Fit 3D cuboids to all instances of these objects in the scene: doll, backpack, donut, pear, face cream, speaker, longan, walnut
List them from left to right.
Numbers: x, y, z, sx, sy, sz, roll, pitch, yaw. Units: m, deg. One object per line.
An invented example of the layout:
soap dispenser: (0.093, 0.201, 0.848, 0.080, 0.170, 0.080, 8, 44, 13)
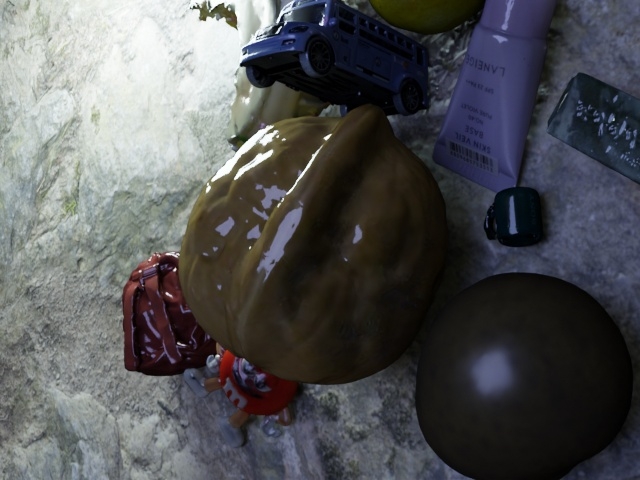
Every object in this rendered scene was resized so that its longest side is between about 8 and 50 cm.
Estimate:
backpack: (-0.261, 0.123, 1.679, 0.229, 0.139, 0.229, -3, 86, 42)
doll: (-0.110, 0.233, 1.553, 0.217, 0.085, 0.183, -35, 88, 31)
donut: (-0.080, -0.341, 1.557, 0.307, 0.150, 0.371, -46, 54, 49)
walnut: (0.000, 0.015, 1.341, 0.383, 0.383, 0.384, -9, 77, 42)
pear: (0.154, -0.381, 1.337, 0.200, 0.200, 0.200, -9, 77, 42)
face cream: (0.238, -0.210, 1.312, 0.154, 0.096, 0.274, 30, 117, 39)
speaker: (0.247, -0.028, 1.282, 0.094, 0.060, 0.075, -14, 73, 41)
longan: (0.236, 0.164, 1.138, 0.258, 0.258, 0.258, -9, 77, 42)

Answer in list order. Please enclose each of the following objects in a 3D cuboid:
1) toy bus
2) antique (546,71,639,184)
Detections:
toy bus: (0.026, -0.258, 1.368, 0.125, 0.292, 0.133, -4, 78, 43)
antique: (0.368, -0.129, 1.166, 0.183, 0.086, 0.088, 38, 108, 40)
